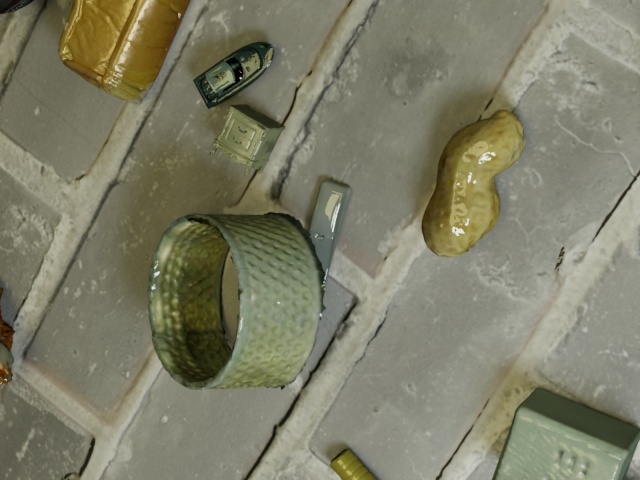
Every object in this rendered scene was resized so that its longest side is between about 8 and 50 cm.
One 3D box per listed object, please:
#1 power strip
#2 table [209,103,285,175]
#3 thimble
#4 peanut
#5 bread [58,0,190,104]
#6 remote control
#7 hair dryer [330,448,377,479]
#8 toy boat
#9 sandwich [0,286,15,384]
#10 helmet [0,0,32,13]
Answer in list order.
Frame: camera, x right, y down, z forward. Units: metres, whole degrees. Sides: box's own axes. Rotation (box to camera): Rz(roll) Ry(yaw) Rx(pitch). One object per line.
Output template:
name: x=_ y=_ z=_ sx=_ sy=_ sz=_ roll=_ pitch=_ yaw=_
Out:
power strip: x=0.369 y=0.319 z=1.842 sx=0.224 sy=0.139 sz=0.140 roll=21 pitch=104 yaw=19
table: x=-0.114 y=-0.154 z=2.023 sx=0.079 sy=0.062 sz=0.083 roll=32 pitch=108 yaw=17
thimble: x=-0.130 y=0.086 z=1.956 sx=0.270 sy=0.150 sz=0.271 roll=-2 pitch=88 yaw=51
peanut: x=0.213 y=-0.081 z=1.880 sx=0.103 sy=0.098 sz=0.230 roll=12 pitch=106 yaw=-22
bread: x=-0.291 y=-0.361 z=2.039 sx=0.152 sy=0.119 sz=0.288 roll=31 pitch=106 yaw=19
remote control: x=0.000 y=0.000 z=2.015 sx=0.049 sy=0.027 sz=0.184 roll=20 pitch=105 yaw=19
hair dryer: x=0.111 y=0.437 z=2.004 sx=0.279 sy=0.090 sz=0.135 roll=47 pitch=113 yaw=17
toy boat: x=-0.126 y=-0.258 z=2.019 sx=0.141 sy=0.060 sz=0.055 roll=-30 pitch=84 yaw=20
sandwich: x=-0.608 y=0.156 z=2.193 sx=0.212 sy=0.292 sz=0.109 roll=18 pitch=130 yaw=-20
helmet: x=-0.514 y=-0.462 z=2.077 sx=0.189 sy=0.193 sz=0.216 roll=-27 pitch=82 yaw=28
